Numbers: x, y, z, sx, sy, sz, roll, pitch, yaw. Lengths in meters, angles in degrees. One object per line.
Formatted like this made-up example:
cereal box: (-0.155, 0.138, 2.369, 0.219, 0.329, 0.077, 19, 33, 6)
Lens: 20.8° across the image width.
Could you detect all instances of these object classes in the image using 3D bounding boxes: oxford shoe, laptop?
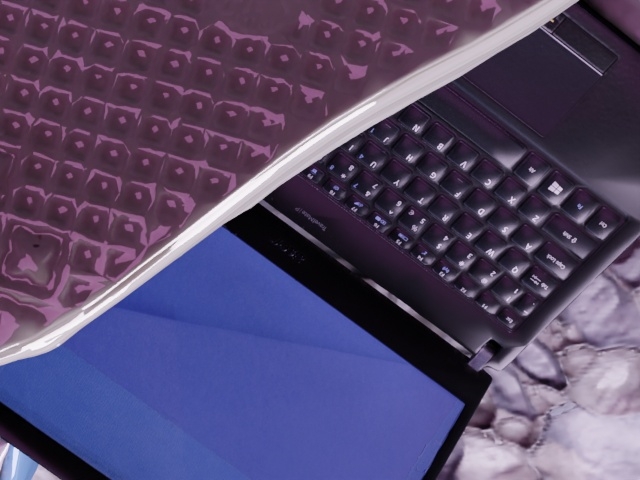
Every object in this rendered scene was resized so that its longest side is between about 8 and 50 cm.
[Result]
oxford shoe: (-0.083, -0.067, 0.640, 0.449, 0.130, 0.169, -26, 98, -1)
laptop: (0.000, 0.000, 0.731, 0.234, 0.136, 0.264, 36, 121, -9)

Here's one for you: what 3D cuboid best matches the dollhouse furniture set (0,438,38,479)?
dollhouse furniture set: (-0.297, 0.107, 0.827, 0.286, 0.198, 0.303, 20, 121, 1)
